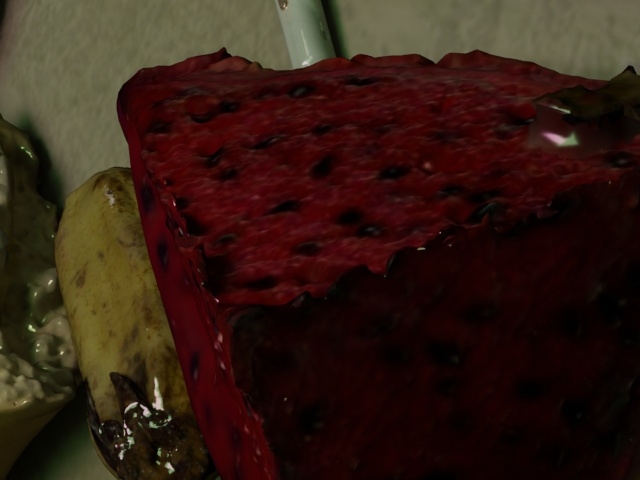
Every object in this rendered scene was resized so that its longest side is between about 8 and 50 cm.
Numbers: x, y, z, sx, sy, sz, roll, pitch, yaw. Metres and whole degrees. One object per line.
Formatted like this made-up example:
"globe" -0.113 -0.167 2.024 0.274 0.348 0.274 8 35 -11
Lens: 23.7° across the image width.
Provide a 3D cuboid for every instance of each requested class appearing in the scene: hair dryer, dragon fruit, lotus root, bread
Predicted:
"hair dryer" -0.026 -0.137 0.910 0.155 0.044 0.183 -21 68 46
"dragon fruit" 0.000 0.000 0.695 0.302 0.240 0.330 -47 53 5
"lotus root" -0.098 0.050 0.901 0.110 0.097 0.258 -45 42 22
"bread" -0.319 0.056 1.060 0.270 0.211 0.315 -46 47 32
